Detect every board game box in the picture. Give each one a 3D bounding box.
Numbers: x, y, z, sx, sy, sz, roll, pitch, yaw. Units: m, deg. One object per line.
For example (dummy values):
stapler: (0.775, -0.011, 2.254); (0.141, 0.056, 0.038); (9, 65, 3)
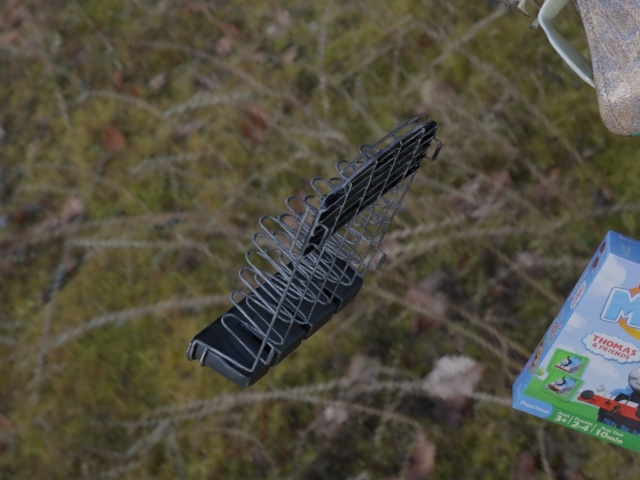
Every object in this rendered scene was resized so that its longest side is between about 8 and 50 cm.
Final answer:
board game box: (0.291, 0.101, 1.390); (0.039, 0.160, 0.211); (-77, 8, -51)

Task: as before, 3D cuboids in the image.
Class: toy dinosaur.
toy dinosaur: (0.254, -0.308, 1.777); (0.053, 0.183, 0.093); (39, 90, 30)

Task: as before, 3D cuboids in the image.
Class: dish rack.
dish rack: (0.000, 0.000, 1.342); (0.074, 0.271, 0.208); (38, 45, 13)

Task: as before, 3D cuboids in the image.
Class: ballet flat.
ballet flat: (0.194, -0.212, 1.116); (0.106, 0.107, 0.316); (-37, 54, 35)
